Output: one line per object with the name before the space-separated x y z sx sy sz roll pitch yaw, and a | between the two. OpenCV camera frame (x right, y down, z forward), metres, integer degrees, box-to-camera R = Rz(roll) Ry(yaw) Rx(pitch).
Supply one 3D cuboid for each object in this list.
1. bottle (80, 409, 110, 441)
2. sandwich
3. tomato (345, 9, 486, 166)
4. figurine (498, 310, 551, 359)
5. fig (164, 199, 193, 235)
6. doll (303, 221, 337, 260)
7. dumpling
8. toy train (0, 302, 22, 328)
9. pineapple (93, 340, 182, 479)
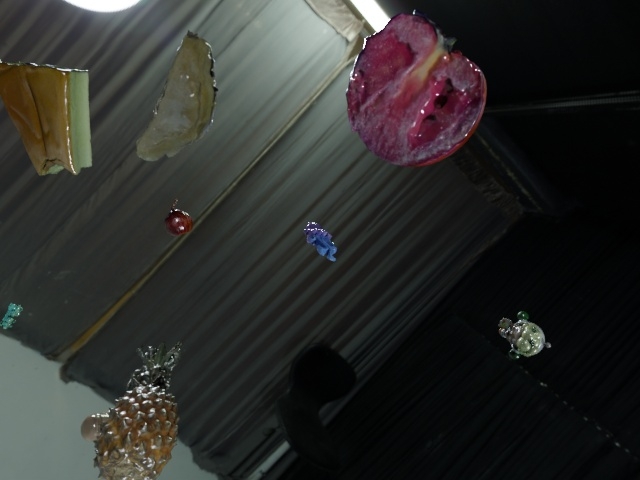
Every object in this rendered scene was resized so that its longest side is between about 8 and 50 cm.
bottle | -0.677 0.603 1.338 0.209 0.110 0.096 30 54 -57
sandwich | -0.550 -0.235 0.798 0.245 0.211 0.063 16 19 26
tomato | 0.217 -0.335 0.969 0.334 0.289 0.176 48 21 11
figurine | 0.592 0.283 1.224 0.094 0.147 0.197 13 -1 -12
fig | -0.619 -0.083 1.774 0.128 0.129 0.150 46 -34 37
doll | 0.000 0.000 1.377 0.110 0.067 0.205 17 28 -35
dumpling | -0.325 -0.326 1.016 0.166 0.331 0.086 30 13 1
toy train | -1.114 0.271 1.465 0.045 0.092 0.029 16 -23 13
pineapple | -0.406 0.385 0.979 0.175 0.175 0.361 43 18 -21
